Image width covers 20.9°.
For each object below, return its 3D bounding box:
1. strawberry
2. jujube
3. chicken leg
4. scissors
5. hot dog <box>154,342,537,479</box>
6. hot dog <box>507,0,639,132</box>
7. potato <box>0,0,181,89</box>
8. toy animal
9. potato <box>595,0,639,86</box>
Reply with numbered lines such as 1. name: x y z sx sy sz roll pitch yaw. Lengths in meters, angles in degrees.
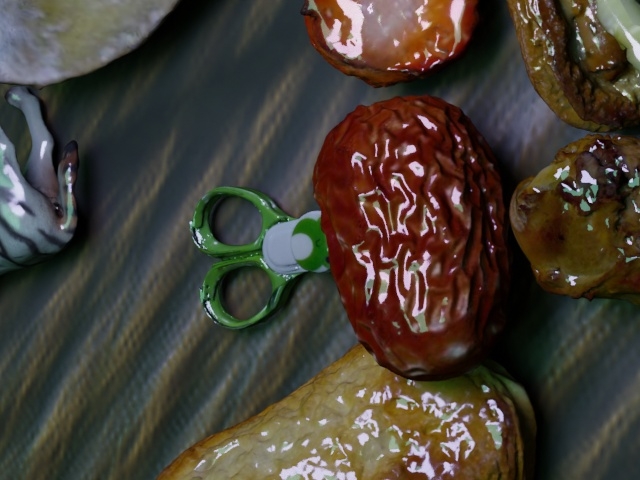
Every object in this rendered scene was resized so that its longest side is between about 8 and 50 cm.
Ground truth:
1. strawberry: 0.058 -0.189 1.107 0.121 0.082 0.188 15 92 12
2. jujube: 0.060 -0.001 1.064 0.112 0.109 0.176 -26 69 41
3. chicken leg: 0.224 0.019 1.007 0.251 0.087 0.107 33 128 20
4. scissors: 0.000 0.000 1.178 0.204 0.027 0.101 -11 88 32
5. hot dog: 0.018 0.165 1.114 0.259 0.114 0.175 -31 64 -5
6. hot dog: 0.160 -0.137 1.037 0.099 0.065 0.147 -14 81 -4
7. potato: -0.139 -0.260 1.219 0.189 0.211 0.264 1 132 -1
8. toy animal: -0.285 -0.014 1.335 0.255 0.090 0.170 -45 74 29
9. potato: 0.282 -0.215 0.899 0.280 0.213 0.330 20 119 46
